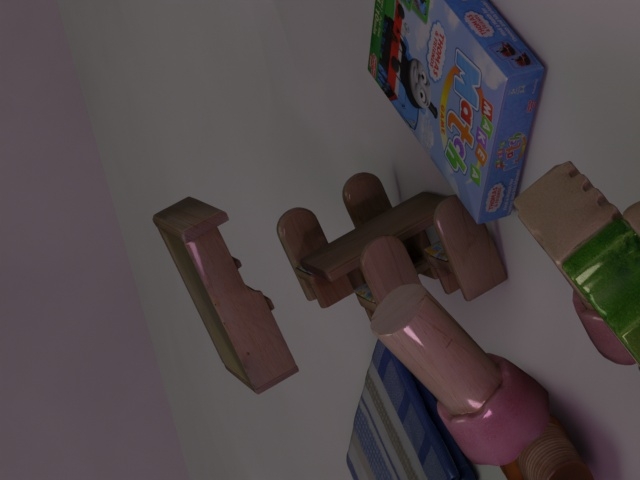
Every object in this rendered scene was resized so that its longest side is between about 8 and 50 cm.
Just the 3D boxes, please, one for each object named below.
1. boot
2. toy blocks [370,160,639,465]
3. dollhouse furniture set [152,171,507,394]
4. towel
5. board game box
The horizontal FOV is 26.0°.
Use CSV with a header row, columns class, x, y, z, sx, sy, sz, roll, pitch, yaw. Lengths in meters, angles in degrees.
class,x,y,z,sx,sy,sz,roll,pitch,yaw
boot,0.192,0.222,1.181,0.152,0.073,0.197,-126,24,-62
toy blocks,0.241,0.092,0.763,0.260,0.309,0.288,46,-172,-27
dollhouse furniture set,0.000,0.000,1.240,0.161,0.242,0.212,66,165,-16
towel,0.093,0.250,1.525,0.285,0.034,0.209,100,150,-50
board game box,0.106,-0.142,1.149,0.160,0.039,0.211,95,151,-46
